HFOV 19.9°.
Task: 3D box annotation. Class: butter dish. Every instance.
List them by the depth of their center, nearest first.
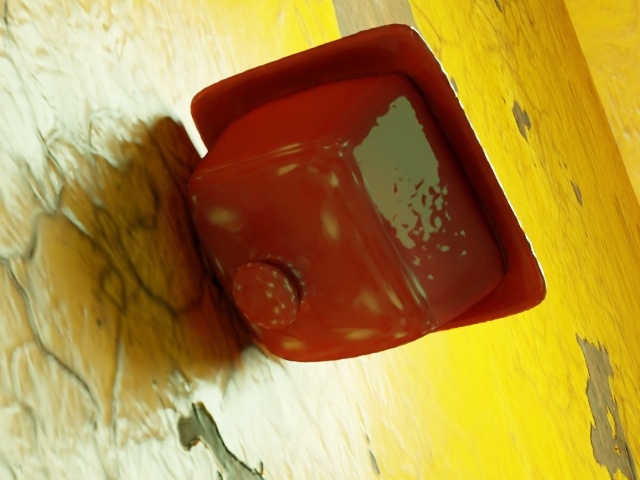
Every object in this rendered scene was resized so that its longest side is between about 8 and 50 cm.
[{"bbox_3d":[0.000,0.000,0.867,0.118,0.160,0.160,-46,114,-45],"label":"butter dish"}]
